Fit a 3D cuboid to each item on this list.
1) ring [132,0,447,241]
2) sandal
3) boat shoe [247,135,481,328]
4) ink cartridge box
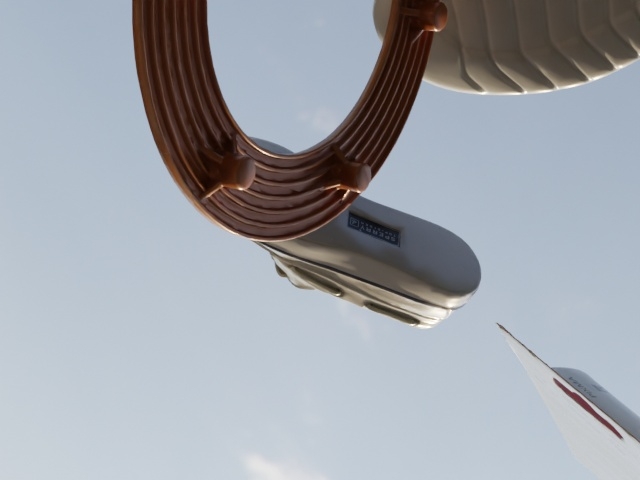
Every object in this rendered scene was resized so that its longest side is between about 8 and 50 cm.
[{"bbox_3d":[0.002,-0.161,0.846,0.032,0.336,0.337,14,-60,32],"label":"ring"},{"bbox_3d":[0.240,-0.233,1.018,0.416,0.102,0.169,-21,-59,20],"label":"sandal"},{"bbox_3d":[0.000,0.000,1.105,0.088,0.267,0.096,125,-21,-43],"label":"boat shoe"},{"bbox_3d":[0.244,0.154,1.011,0.189,0.066,0.232,41,-13,43],"label":"ink cartridge box"}]
